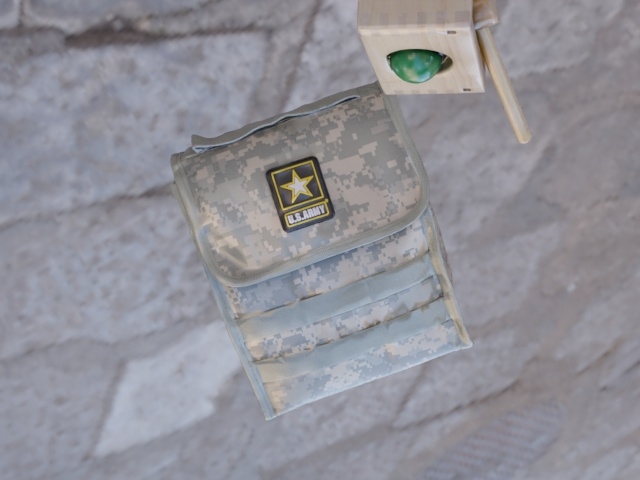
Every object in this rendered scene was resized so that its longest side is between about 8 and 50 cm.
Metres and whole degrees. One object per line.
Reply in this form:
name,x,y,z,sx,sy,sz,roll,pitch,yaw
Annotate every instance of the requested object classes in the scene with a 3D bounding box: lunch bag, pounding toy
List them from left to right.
lunch bag,0.000,0.000,1.371,0.235,0.169,0.287,-19,117,1
pounding toy,0.085,-0.149,0.894,0.100,0.141,0.130,0,165,12
